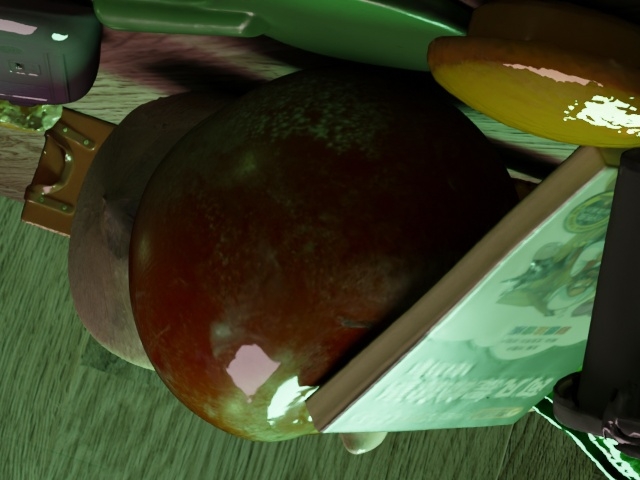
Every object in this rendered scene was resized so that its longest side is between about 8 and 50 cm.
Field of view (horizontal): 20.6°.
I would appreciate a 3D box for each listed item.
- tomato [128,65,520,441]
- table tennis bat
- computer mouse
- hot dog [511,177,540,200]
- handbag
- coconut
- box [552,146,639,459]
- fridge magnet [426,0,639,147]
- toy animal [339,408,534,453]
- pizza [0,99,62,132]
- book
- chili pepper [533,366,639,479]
[{"bbox_3d":[0.000,0.000,1.176,0.223,0.270,0.270,60,-165,26],"label":"tomato"},{"bbox_3d":[-0.022,-0.132,1.018,0.257,0.039,0.160,8,171,28],"label":"table tennis bat"},{"bbox_3d":[-0.221,-0.148,1.291,0.120,0.057,0.232,8,170,-4],"label":"computer mouse"},{"bbox_3d":[0.165,-0.025,1.334,0.191,0.059,0.108,14,-172,-5],"label":"hot dog"},{"bbox_3d":[-0.209,-0.051,1.847,0.190,0.127,0.063,19,174,-7],"label":"handbag"},{"bbox_3d":[-0.076,-0.001,1.411,0.245,0.245,0.247,14,-179,31],"label":"coconut"},{"bbox_3d":[0.234,0.020,0.860,0.163,0.135,0.243,15,-162,37],"label":"box"},{"bbox_3d":[0.124,-0.083,0.893,0.143,0.063,0.143,17,176,1],"label":"fridge magnet"},{"bbox_3d":[0.105,0.067,1.683,0.326,0.237,0.269,14,-169,12],"label":"toy animal"},{"bbox_3d":[-0.353,-0.153,1.694,0.161,0.062,0.182,14,-177,-39],"label":"pizza"},{"bbox_3d":[0.140,0.036,1.088,0.202,0.264,0.027,4,-130,-47],"label":"book"},{"bbox_3d":[0.287,0.096,1.555,0.385,0.213,0.167,26,-147,-33],"label":"chili pepper"}]
